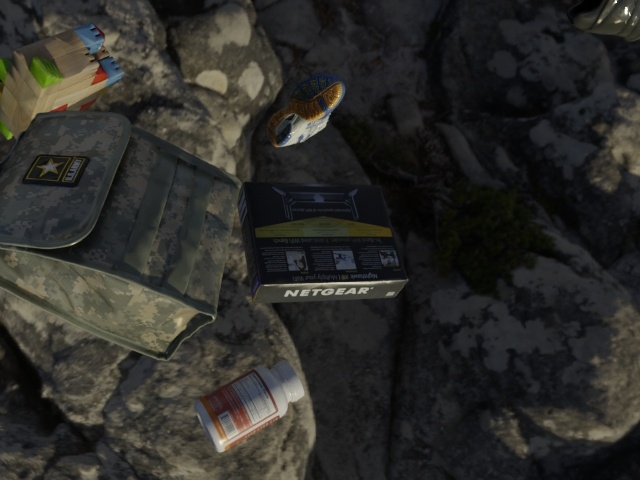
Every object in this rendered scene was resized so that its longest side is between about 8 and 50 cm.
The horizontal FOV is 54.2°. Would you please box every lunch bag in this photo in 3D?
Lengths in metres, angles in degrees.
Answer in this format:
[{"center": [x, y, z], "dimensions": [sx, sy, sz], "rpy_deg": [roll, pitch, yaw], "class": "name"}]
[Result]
[{"center": [-0.265, -0.023, 0.779], "dimensions": [0.287, 0.169, 0.235], "rpy_deg": [27, 44, -24], "class": "lunch bag"}]

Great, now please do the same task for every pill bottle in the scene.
[{"center": [-0.149, 0.346, 1.337], "dimensions": [0.216, 0.121, 0.121], "rpy_deg": [-26, 88, -21], "class": "pill bottle"}]

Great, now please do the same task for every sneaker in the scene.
[{"center": [-0.021, -0.360, 1.716], "dimensions": [0.131, 0.297, 0.111], "rpy_deg": [-13, 79, -45], "class": "sneaker"}, {"center": [0.437, -0.429, 0.886], "dimensions": [0.130, 0.286, 0.109], "rpy_deg": [2, 29, -4], "class": "sneaker"}]

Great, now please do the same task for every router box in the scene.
[{"center": [0.000, 0.000, 1.281], "dimensions": [0.309, 0.081, 0.242], "rpy_deg": [0, 57, -19], "class": "router box"}]

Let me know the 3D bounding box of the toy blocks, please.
[{"center": [-0.592, -0.373, 1.466], "dimensions": [0.261, 0.381, 0.190], "rpy_deg": [-40, 96, -37], "class": "toy blocks"}]
